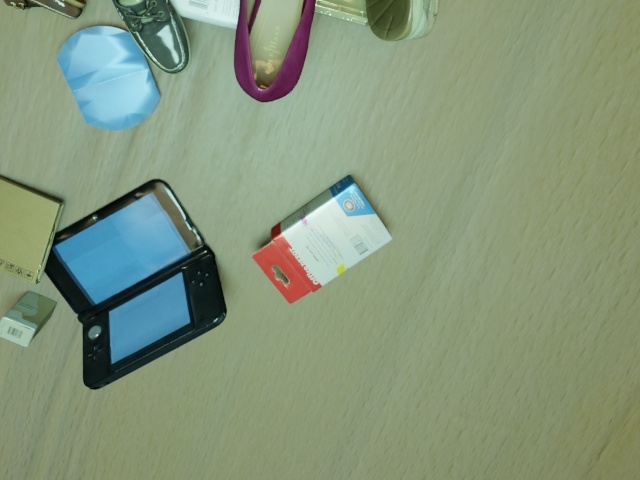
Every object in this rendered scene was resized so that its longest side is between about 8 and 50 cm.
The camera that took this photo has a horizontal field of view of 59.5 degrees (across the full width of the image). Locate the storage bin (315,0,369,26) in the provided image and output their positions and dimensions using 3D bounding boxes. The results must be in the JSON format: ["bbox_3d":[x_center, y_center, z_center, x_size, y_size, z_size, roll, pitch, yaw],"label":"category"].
[{"bbox_3d":[0.064,-0.479,0.860,0.261,0.123,0.262,11,108,-10],"label":"storage bin"}]

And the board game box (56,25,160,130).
[{"bbox_3d":[-0.352,-0.274,0.945,0.133,0.033,0.168,-19,116,-4],"label":"board game box"}]

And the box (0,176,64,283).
[{"bbox_3d":[-0.576,-0.032,0.999,0.201,0.021,0.164,23,104,-2],"label":"box"}]

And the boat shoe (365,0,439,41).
[{"bbox_3d":[0.124,-0.435,0.772,0.098,0.109,0.301,-20,117,-41],"label":"boat shoe"}]

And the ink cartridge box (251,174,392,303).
[{"bbox_3d":[0.000,0.000,1.052,0.231,0.078,0.134,-34,109,7],"label":"ink cartridge box"}]

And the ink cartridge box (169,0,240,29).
[{"bbox_3d":[-0.218,-0.448,0.848,0.273,0.114,0.196,11,109,-10],"label":"ink cartridge box"}]

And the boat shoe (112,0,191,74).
[{"bbox_3d":[-0.256,-0.338,0.788,0.080,0.073,0.223,-20,114,5],"label":"boat shoe"}]

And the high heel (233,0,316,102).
[{"bbox_3d":[-0.042,-0.372,0.726,0.127,0.181,0.376,3,110,-6],"label":"high heel"}]

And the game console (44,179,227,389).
[{"bbox_3d":[-0.349,0.078,1.006,0.293,0.250,0.173,-29,137,6],"label":"game console"}]

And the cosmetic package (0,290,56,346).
[{"bbox_3d":[-0.540,0.142,1.034,0.060,0.115,0.041,27,104,-15],"label":"cosmetic package"}]

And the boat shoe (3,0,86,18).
[{"bbox_3d":[-0.470,-0.398,0.869,0.207,0.073,0.073,30,106,-7],"label":"boat shoe"}]
